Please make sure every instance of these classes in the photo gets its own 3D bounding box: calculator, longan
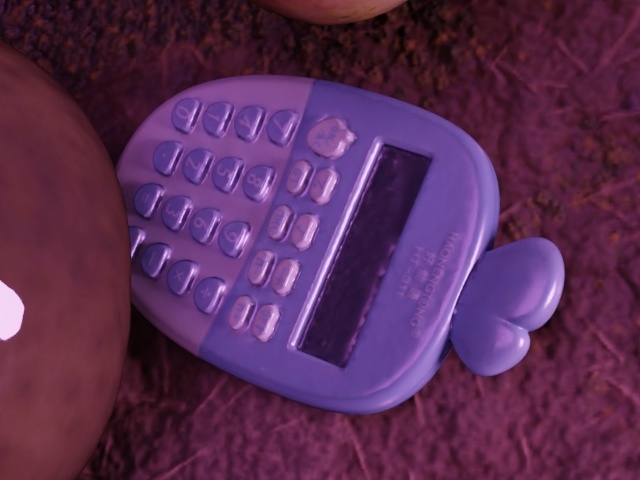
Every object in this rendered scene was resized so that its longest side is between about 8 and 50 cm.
[{"bbox_3d":[0.000,0.000,0.942,0.302,0.042,0.188,21,83,25],"label":"calculator"},{"bbox_3d":[-0.252,0.022,0.907,0.319,0.319,0.319,-6,74,20],"label":"longan"}]

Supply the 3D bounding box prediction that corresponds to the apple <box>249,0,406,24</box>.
[{"bbox_3d":[0.008,-0.297,0.865,0.277,0.319,0.319,44,94,9],"label":"apple"}]
